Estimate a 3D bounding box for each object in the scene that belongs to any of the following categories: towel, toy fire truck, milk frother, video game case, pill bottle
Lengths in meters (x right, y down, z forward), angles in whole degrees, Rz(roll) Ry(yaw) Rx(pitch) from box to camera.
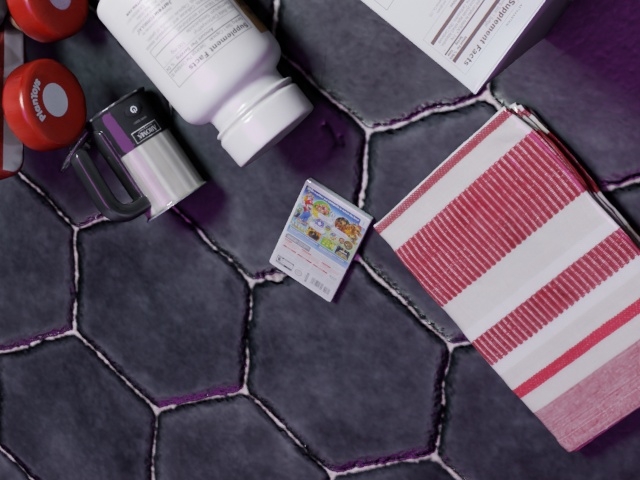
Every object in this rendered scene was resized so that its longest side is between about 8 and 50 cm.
[{"bbox_3d":[0.235,0.043,1.515,0.329,0.037,0.237,49,127,3],"label":"towel"},{"bbox_3d":[-0.400,-0.215,1.575,0.169,0.254,0.302,-8,78,35],"label":"toy fire truck"},{"bbox_3d":[-0.224,-0.084,1.676,0.135,0.129,0.143,57,167,-4],"label":"milk frother"},{"bbox_3d":[0.000,0.000,1.633,0.087,0.011,0.122,33,123,12],"label":"video game case"},{"bbox_3d":[-0.117,-0.197,1.536,0.229,0.131,0.131,50,125,0],"label":"pill bottle"}]

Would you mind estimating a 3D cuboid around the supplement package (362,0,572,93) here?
[{"bbox_3d":[0.126,-0.311,1.315,0.262,0.199,0.198,40,124,7],"label":"supplement package"}]
